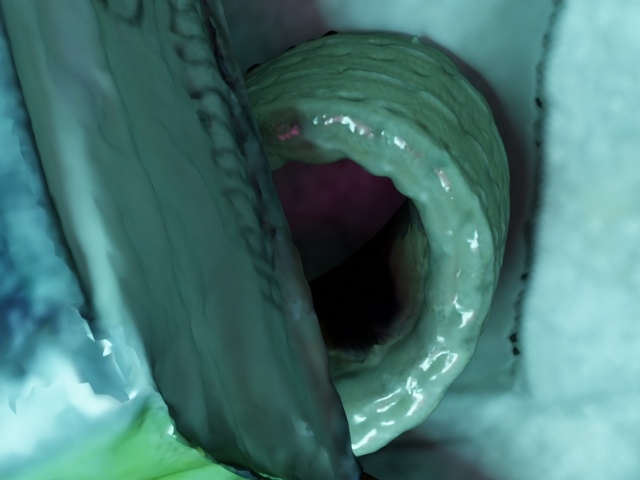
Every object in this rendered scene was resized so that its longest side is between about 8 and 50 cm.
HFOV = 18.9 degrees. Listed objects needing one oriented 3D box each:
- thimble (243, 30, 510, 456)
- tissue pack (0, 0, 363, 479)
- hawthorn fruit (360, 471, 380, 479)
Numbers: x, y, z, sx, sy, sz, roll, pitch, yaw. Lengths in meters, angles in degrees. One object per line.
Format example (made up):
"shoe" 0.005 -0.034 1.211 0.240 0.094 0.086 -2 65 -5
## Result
"thimble" 0.000 0.000 0.556 0.115 0.090 0.102 -29 104 18
"tissue pack" -0.207 0.016 0.516 0.394 0.124 0.288 -30 61 20
"hawthorn fruit" -0.070 0.155 0.563 0.248 0.208 0.208 9 111 22
